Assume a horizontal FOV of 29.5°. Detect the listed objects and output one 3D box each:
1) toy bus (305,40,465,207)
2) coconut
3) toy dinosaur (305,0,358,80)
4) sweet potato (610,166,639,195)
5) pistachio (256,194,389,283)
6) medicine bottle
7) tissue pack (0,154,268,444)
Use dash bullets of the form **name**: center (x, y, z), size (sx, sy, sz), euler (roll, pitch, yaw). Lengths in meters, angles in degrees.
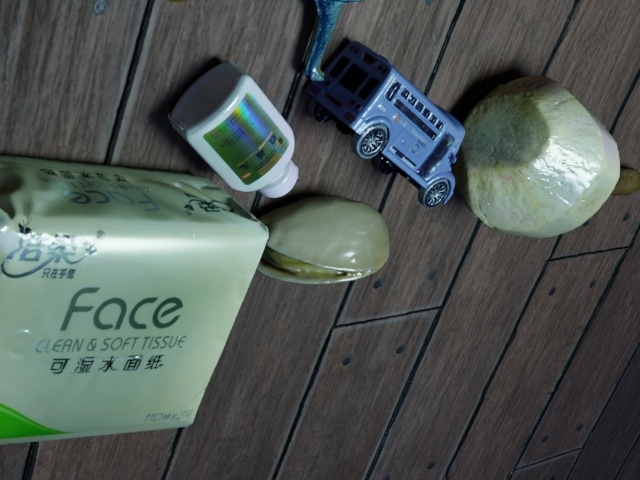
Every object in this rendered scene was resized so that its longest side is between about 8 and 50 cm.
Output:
- **toy bus**: center (0.111, -0.162, 1.747), size (0.133, 0.125, 0.292), euler (-51, 142, 5)
- **coconut**: center (0.341, -0.127, 1.921), size (0.259, 0.259, 0.259), euler (-26, 139, -25)
- **toy dinosaur**: center (0.021, -0.357, 1.520), size (0.147, 0.076, 0.363), euler (-31, 143, -15)
- **sweet potato**: center (0.540, -0.117, 2.275), size (0.218, 0.051, 0.065), euler (9, 120, -47)
- **pistachio**: center (0.000, 0.000, 1.775), size (0.223, 0.152, 0.126), euler (-1, 130, -22)
- **medicine bottle**: center (-0.101, -0.133, 1.604), size (0.115, 0.078, 0.219), euler (-46, 143, -3)
- **tissue pack**: center (-0.308, 0.078, 1.492), size (0.405, 0.205, 0.331), euler (2, 118, -46)
